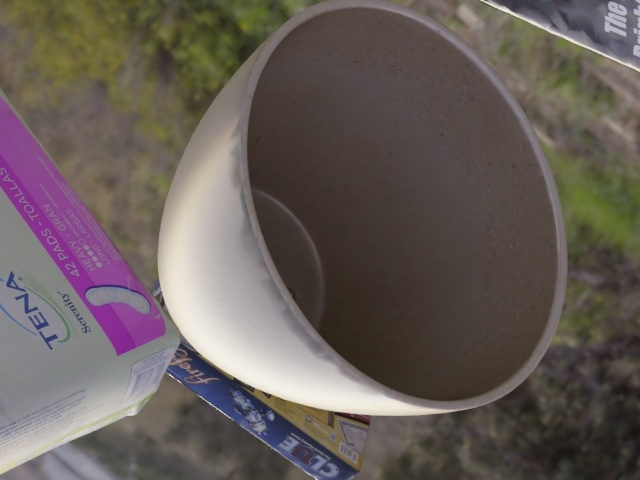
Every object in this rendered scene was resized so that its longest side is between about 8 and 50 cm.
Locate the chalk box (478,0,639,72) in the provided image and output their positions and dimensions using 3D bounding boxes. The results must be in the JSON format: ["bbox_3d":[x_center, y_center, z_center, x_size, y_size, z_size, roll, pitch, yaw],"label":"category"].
[{"bbox_3d":[0.161,-0.177,0.630,0.289,0.179,0.180,30,153,27],"label":"chalk box"}]

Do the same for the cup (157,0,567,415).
[{"bbox_3d":[0.000,0.000,1.363,0.331,0.331,0.237,48,139,-16],"label":"cup"}]

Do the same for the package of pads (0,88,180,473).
[{"bbox_3d":[-0.254,0.007,0.982,0.296,0.229,0.101,51,133,14],"label":"package of pads"}]

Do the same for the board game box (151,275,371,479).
[{"bbox_3d":[-0.053,0.106,1.595,0.243,0.165,0.042,38,127,-17],"label":"board game box"}]
